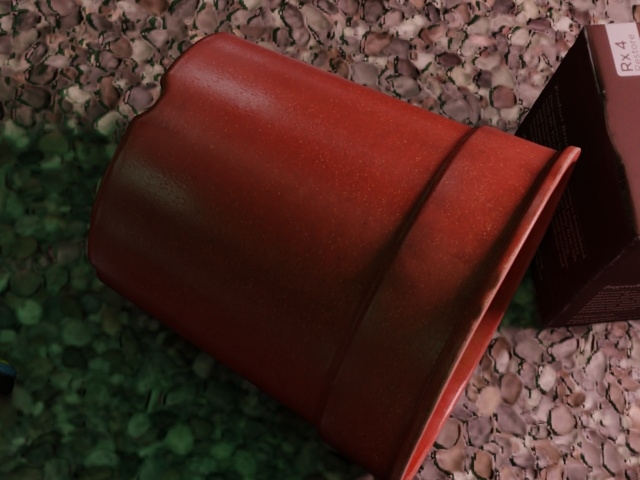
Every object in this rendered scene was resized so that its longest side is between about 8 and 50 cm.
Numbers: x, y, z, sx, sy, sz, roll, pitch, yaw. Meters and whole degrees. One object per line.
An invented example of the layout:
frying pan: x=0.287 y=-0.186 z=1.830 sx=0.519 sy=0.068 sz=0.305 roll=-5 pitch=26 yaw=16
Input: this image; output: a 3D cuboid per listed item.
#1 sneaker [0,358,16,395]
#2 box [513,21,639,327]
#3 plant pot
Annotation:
sneaker: x=-0.304 y=0.122 z=0.954 sx=0.188 sy=0.067 sz=0.078 roll=-16 pitch=85 yaw=-13
box: x=0.259 y=-0.046 z=1.035 sx=0.167 sy=0.203 sz=0.168 roll=-4 pitch=70 yaw=-11
plant pot: x=0.000 y=0.000 z=0.956 sx=0.265 sy=0.272 sz=0.272 roll=27 pitch=67 yaw=11
